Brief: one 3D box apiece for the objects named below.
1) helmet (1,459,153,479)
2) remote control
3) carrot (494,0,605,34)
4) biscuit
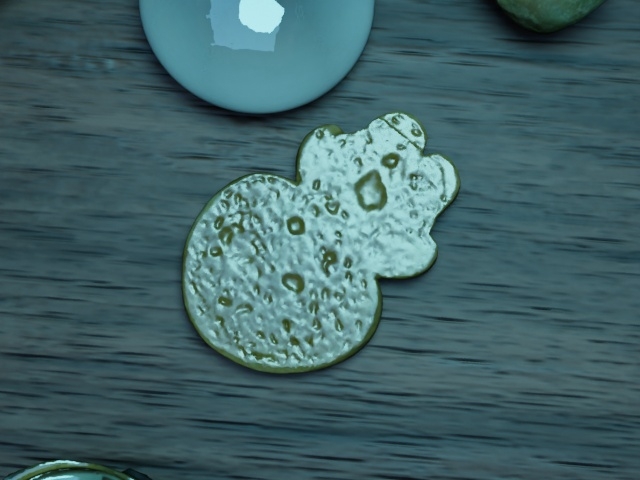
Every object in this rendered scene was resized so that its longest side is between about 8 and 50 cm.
[{"bbox_3d":[-0.202,0.299,1.147,0.224,0.130,0.198,35,83,5],"label":"helmet"},{"bbox_3d":[-0.054,-0.282,1.189,0.221,0.103,0.332,6,87,-6],"label":"remote control"},{"bbox_3d":[0.148,-0.320,1.148,0.302,0.139,0.139,43,88,-13],"label":"carrot"},{"bbox_3d":[0.000,0.000,1.204,0.288,0.044,0.202,-45,88,-3],"label":"biscuit"}]
